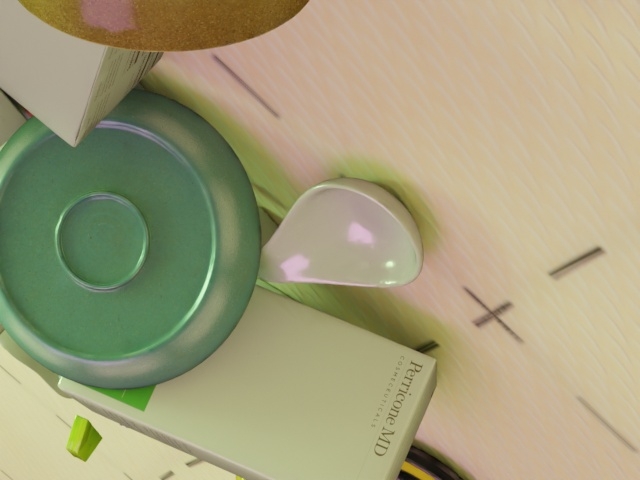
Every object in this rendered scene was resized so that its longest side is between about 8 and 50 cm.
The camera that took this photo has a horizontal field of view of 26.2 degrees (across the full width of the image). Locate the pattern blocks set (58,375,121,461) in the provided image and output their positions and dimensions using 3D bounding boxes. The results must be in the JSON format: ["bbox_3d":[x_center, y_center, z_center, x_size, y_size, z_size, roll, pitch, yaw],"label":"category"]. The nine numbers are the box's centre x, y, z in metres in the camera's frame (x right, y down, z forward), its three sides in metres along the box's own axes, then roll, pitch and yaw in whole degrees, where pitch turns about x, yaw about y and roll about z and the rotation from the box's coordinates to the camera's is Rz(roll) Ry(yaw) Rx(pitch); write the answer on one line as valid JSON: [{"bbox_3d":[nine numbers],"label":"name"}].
[{"bbox_3d":[-0.242,0.134,1.688,0.026,0.285,0.325,20,154,10],"label":"pattern blocks set"}]

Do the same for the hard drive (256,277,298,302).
[{"bbox_3d":[-0.056,0.160,1.759,0.203,0.040,0.307,31,152,16],"label":"hard drive"}]

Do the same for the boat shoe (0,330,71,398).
[{"bbox_3d":[-0.455,0.161,2.209,0.227,0.079,0.081,54,180,-30],"label":"boat shoe"}]

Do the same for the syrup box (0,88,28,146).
[{"bbox_3d":[-0.432,-0.156,1.618,0.093,0.096,0.237,52,167,-24],"label":"syrup box"}]

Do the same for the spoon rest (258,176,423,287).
[{"bbox_3d":[0.000,0.000,1.403,0.137,0.084,0.276,50,152,-21],"label":"spoon rest"}]

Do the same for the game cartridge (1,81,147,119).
[{"bbox_3d":[-0.286,-0.179,1.523,0.294,0.060,0.196,49,147,-18],"label":"game cartridge"}]

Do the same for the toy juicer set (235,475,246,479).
[{"bbox_3d":[-0.132,0.256,1.938,0.209,0.089,0.329,39,166,10],"label":"toy juicer set"}]

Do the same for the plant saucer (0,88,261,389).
[{"bbox_3d":[-0.219,-0.001,1.421,0.317,0.317,0.044,35,-171,8],"label":"plant saucer"}]

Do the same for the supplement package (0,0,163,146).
[{"bbox_3d":[-0.241,-0.245,1.263,0.204,0.145,0.262,40,152,-1],"label":"supplement package"}]

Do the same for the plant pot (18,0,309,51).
[{"bbox_3d":[-0.110,-0.301,0.963,0.237,0.237,0.254,27,137,22],"label":"plant pot"}]

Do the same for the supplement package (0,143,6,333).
[{"bbox_3d":[-0.467,0.034,1.800,0.175,0.293,0.177,39,153,-1],"label":"supplement package"}]

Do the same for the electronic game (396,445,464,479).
[{"bbox_3d":[0.131,0.338,1.790,0.229,0.048,0.229,29,151,18],"label":"electronic game"}]

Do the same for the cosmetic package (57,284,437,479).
[{"bbox_3d":[-0.073,0.160,1.518,0.365,0.197,0.155,20,166,11],"label":"cosmetic package"}]
